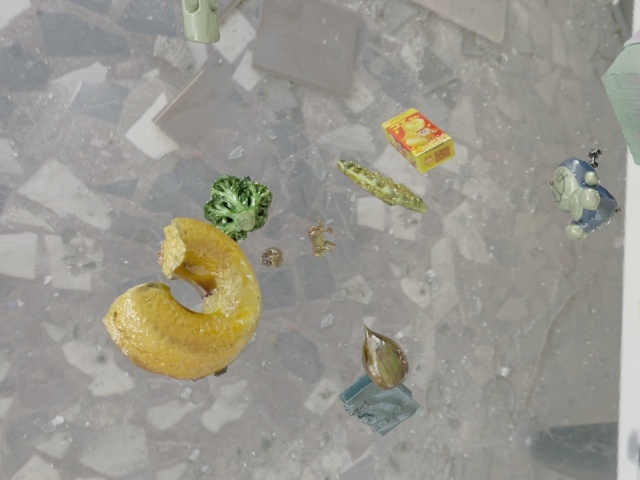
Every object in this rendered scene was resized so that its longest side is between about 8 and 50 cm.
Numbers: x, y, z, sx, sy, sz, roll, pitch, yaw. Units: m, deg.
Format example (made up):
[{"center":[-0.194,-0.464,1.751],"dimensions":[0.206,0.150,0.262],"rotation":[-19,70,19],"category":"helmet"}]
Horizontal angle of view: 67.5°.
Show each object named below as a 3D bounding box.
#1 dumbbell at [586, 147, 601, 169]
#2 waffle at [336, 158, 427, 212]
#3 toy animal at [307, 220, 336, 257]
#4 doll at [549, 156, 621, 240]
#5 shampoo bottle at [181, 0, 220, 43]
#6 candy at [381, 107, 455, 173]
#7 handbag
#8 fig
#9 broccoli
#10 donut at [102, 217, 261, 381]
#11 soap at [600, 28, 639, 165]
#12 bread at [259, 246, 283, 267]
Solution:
[{"center":[0.895,-0.264,1.571],"dimensions":[0.036,0.040,0.083],"rotation":[51,56,-33],"category":"dumbbell"},{"center":[0.150,-0.131,1.187],"dimensions":[0.204,0.223,0.054],"rotation":[7,115,-51],"category":"waffle"},{"center":[0.000,0.000,1.805],"dimensions":[0.241,0.099,0.057],"rotation":[70,30,-52],"category":"toy animal"},{"center":[0.803,-0.144,1.482],"dimensions":[0.154,0.258,0.228],"rotation":[-12,133,-1],"category":"doll"},{"center":[-0.296,-0.613,1.161],"dimensions":[0.087,0.118,0.234],"rotation":[-12,128,-21],"category":"shampoo bottle"},{"center":[0.348,-0.364,1.723],"dimensions":[0.146,0.276,0.088],"rotation":[-30,134,-3],"category":"candy"},{"center":[0.176,0.488,1.438],"dimensions":[0.179,0.062,0.229],"rotation":[-40,122,5],"category":"handbag"},{"center":[0.141,0.267,1.116],"dimensions":[0.103,0.109,0.155],"rotation":[-30,96,-8],"category":"fig"},{"center":[-0.301,-0.097,1.750],"dimensions":[0.254,0.269,0.269],"rotation":[4,86,-20],"category":"broccoli"},{"center":[-0.320,0.147,1.281],"dimensions":[0.377,0.163,0.435],"rotation":[31,45,-20],"category":"donut"},{"center":[1.011,-0.427,1.415],"dimensions":[0.156,0.261,0.446],"rotation":[-37,112,-2],"category":"soap"},{"center":[-0.192,0.064,1.870],"dimensions":[0.060,0.113,0.082],"rotation":[21,75,-34],"category":"bread"}]
